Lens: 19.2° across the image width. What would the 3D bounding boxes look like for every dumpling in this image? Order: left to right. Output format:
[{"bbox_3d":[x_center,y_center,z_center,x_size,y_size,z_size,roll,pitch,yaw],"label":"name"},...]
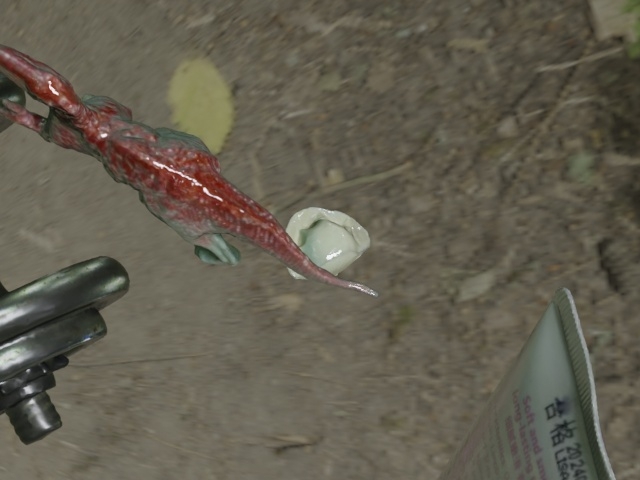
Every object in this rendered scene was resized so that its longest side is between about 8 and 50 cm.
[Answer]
[{"bbox_3d":[0.000,0.000,1.512,0.077,0.043,0.059,-30,82,-10],"label":"dumpling"}]

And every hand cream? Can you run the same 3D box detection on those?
[{"bbox_3d":[0.129,0.191,1.256,0.118,0.359,0.185,0,61,-15],"label":"hand cream"}]

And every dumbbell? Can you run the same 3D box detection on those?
[{"bbox_3d":[-0.248,0.002,1.252,0.192,0.192,0.290,-27,88,-16],"label":"dumbbell"}]

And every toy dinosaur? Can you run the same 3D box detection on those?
[{"bbox_3d":[-0.073,-0.030,1.068,0.242,0.167,0.053,33,83,3],"label":"toy dinosaur"}]
